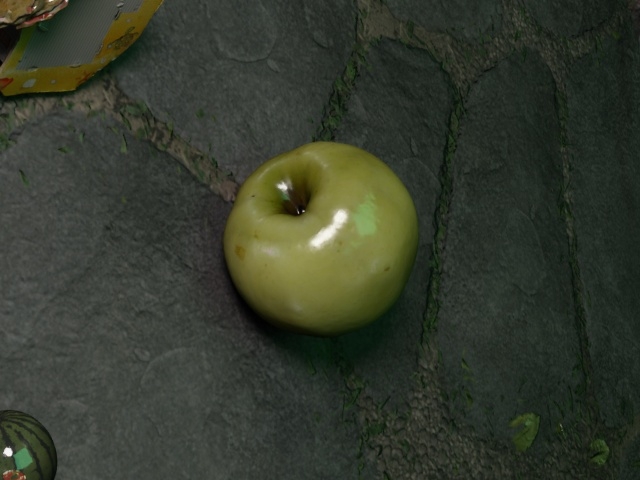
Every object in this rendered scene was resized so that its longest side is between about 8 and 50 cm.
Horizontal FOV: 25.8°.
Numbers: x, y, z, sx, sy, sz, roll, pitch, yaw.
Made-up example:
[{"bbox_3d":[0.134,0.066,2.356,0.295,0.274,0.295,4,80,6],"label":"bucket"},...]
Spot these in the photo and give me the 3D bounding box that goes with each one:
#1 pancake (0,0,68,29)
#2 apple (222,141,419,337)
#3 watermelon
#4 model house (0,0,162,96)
[{"bbox_3d":[-0.384,-0.384,1.414,0.382,0.382,0.071,56,14,-25],"label":"pancake"},{"bbox_3d":[0.000,0.000,1.862,0.262,0.262,0.262,14,71,-47],"label":"apple"},{"bbox_3d":[-0.339,0.227,1.503,0.105,0.105,0.133,-35,126,-48],"label":"watermelon"},{"bbox_3d":[-0.311,-0.293,1.645,0.136,0.207,0.219,47,36,20],"label":"model house"}]
